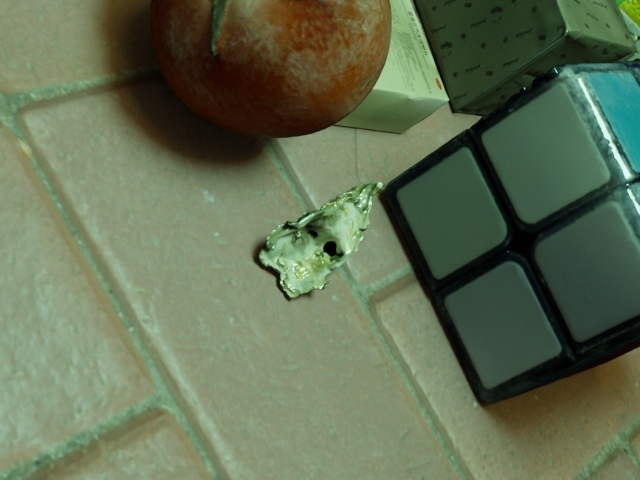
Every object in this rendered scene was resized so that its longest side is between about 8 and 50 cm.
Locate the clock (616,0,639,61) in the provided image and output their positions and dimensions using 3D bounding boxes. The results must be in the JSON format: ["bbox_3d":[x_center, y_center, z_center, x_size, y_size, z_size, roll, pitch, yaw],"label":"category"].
[{"bbox_3d":[0.476,-0.278,1.878,0.255,0.220,0.106,37,41,-22],"label":"clock"}]

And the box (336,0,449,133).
[{"bbox_3d":[0.053,-0.256,1.526,0.168,0.095,0.212,1,64,-44],"label":"box"}]

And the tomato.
[{"bbox_3d":[-0.048,-0.234,1.283,0.265,0.265,0.265,26,47,-32],"label":"tomato"}]

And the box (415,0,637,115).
[{"bbox_3d":[0.281,-0.353,1.725,0.190,0.225,0.297,4,62,-44],"label":"box"}]

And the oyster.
[{"bbox_3d":[0.002,0.000,1.343,0.200,0.061,0.106,-15,93,-47],"label":"oyster"}]

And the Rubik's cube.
[{"bbox_3d":[0.327,-0.015,1.464,0.318,0.316,0.313,-11,72,-48],"label":"Rubik's cube"}]
